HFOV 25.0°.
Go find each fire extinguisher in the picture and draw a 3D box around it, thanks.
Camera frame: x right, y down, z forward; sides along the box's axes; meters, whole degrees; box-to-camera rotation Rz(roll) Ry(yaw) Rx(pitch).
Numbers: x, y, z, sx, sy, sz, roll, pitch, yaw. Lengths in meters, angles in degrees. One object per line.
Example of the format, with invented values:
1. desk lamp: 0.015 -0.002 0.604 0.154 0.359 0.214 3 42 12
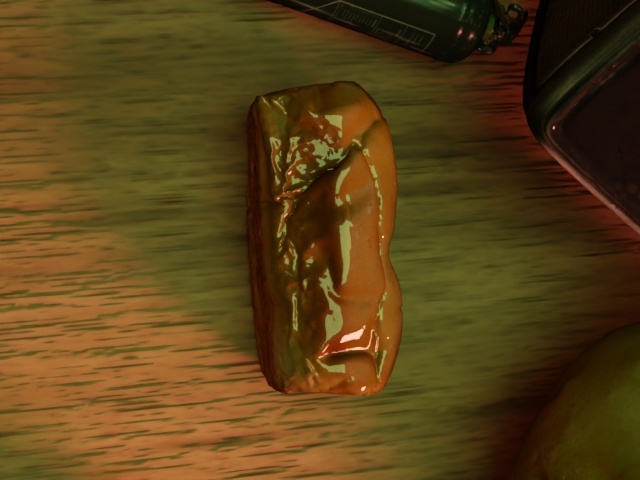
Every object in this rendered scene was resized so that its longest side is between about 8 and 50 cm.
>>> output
1. fire extinguisher: 0.070 -0.248 1.422 0.311 0.114 0.095 18 124 -14

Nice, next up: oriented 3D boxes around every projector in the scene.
1. projector: 0.402 -0.140 1.354 0.395 0.405 0.242 39 123 -12

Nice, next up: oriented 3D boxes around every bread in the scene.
1. bread: 0.000 0.000 1.358 0.132 0.167 0.294 -6 91 -16

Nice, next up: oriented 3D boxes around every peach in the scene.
1. peach: 0.340 0.225 1.375 0.314 0.281 0.315 -53 145 7
